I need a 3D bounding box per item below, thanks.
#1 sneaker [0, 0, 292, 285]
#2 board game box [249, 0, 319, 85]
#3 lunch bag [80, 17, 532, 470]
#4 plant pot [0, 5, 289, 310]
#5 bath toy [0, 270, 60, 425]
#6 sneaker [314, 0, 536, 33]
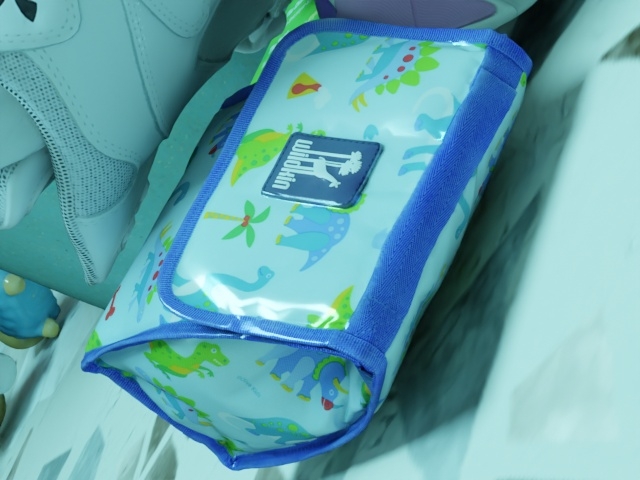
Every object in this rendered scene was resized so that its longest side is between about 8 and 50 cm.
[{"bbox_3d":[-0.084,-0.105,0.722,0.210,0.137,0.366,-59,-4,2],"label":"sneaker"},{"bbox_3d":[0.001,-0.098,0.882,0.259,0.039,0.124,-67,16,-9],"label":"board game box"},{"bbox_3d":[0.000,0.000,0.601,0.151,0.096,0.129,-19,40,56],"label":"lunch bag"},{"bbox_3d":[-0.204,-0.136,1.064,0.341,0.334,0.341,-56,15,23],"label":"plant pot"},{"bbox_3d":[-0.325,0.158,1.276,0.348,0.129,0.151,-58,-33,-32],"label":"bath toy"},{"bbox_3d":[0.057,-0.149,0.689,0.236,0.095,0.104,-66,7,-32],"label":"sneaker"}]
